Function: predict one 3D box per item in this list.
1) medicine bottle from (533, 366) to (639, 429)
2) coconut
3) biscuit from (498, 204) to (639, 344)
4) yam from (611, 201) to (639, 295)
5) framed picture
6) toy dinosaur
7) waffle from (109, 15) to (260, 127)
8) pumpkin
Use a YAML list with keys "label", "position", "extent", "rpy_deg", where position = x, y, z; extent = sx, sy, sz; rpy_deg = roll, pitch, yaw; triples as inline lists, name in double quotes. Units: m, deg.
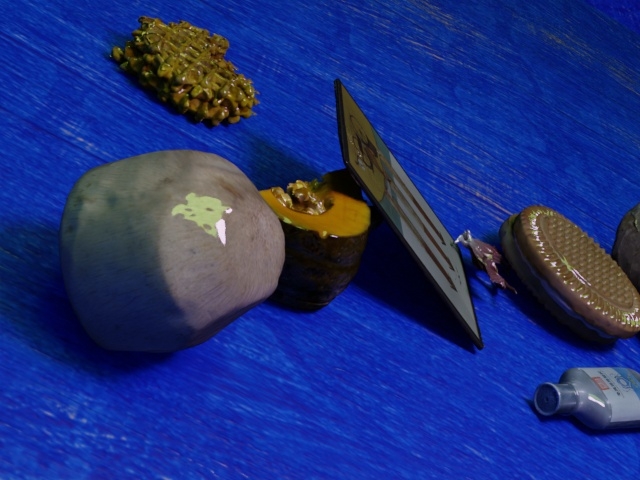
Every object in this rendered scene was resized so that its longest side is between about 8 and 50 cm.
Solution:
- label: "medicine bottle"
  position: [0.354, 0.201, 1.506]
  extent: [0.208, 0.054, 0.090]
  rpy_deg: [6, 38, -41]
- label: "coconut"
  position: [-0.153, 0.011, 1.137]
  extent: [0.224, 0.224, 0.224]
  rpy_deg: [26, 29, -15]
- label: "biscuit"
  position: [0.365, 0.049, 1.712]
  extent: [0.259, 0.079, 0.259]
  rpy_deg: [33, 26, -19]
- label: "yam"
  position: [0.575, 0.068, 1.774]
  extent: [0.195, 0.195, 0.300]
  rpy_deg: [11, 25, -36]
- label: "framed picture"
  position: [0.111, -0.037, 1.512]
  extent: [0.324, 0.013, 0.244]
  rpy_deg: [51, 18, -26]
- label: "toy dinosaur"
  position: [0.231, 0.032, 1.637]
  extent: [0.108, 0.032, 0.220]
  rpy_deg: [48, 15, 1]
- label: "waffle"
  position: [-0.174, -0.238, 1.624]
  extent: [0.193, 0.070, 0.197]
  rpy_deg: [45, 30, 21]
- label: "pumpkin"
  position: [0.005, 0.000, 1.382]
  extent: [0.126, 0.131, 0.248]
  rpy_deg: [35, 31, 20]
